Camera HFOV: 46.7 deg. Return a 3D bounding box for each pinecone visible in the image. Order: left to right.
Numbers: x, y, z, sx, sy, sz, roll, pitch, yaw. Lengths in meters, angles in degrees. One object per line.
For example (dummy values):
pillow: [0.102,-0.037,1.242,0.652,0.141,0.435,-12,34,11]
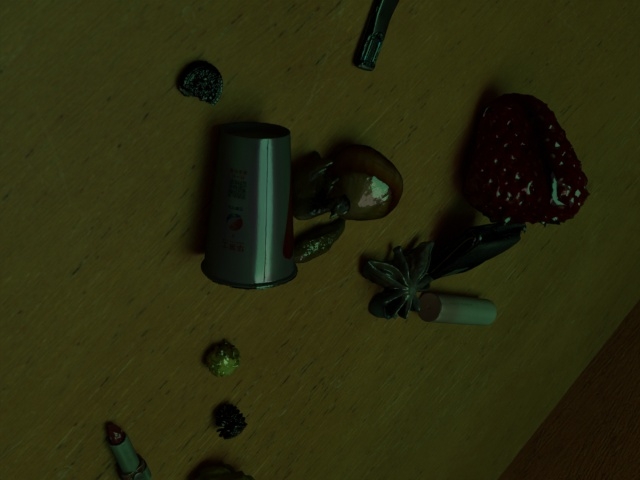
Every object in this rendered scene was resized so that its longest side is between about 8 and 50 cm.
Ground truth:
pinecone: [-0.217,0.432,1.775,0.077,0.077,0.083,-23,98,-34]

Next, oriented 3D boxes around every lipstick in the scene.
lipstick: [-0.422,0.461,1.598,0.063,0.057,0.186,-32,132,-26]
lipstick: [0.418,0.210,2.248,0.326,0.087,0.087,10,108,-47]

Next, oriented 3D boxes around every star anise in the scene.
star anise: [0.217,0.102,1.965,0.257,0.110,0.198,-25,115,-41]

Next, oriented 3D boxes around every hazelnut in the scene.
hazelnut: [0.093,-0.123,1.650,0.182,0.182,0.182,-25,131,-32]

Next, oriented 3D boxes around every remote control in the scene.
remote control: [0.125,-0.459,1.550,0.059,0.028,0.212,4,113,-45]

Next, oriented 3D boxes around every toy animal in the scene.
toy animal: [-0.004,-0.116,1.548,0.188,0.179,0.089,-66,150,-31]

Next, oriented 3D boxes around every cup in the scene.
cup: [-0.131,-0.075,1.443,0.203,0.203,0.288,-15,119,-39]

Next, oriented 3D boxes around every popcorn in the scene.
popcorn: [-0.220,0.268,1.669,0.082,0.057,0.083,-31,138,-18]

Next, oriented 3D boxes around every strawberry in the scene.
strawberry: [0.531,-0.218,1.941,0.295,0.317,0.345,-14,106,-23]

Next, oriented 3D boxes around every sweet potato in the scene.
sweet potato: [0.000,0.000,1.712,0.206,0.060,0.068,-37,172,-37]

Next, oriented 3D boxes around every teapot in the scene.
teapot: [0.177,0.187,2.013,0.066,0.057,0.088,-53,140,-3]

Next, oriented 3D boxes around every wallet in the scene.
wallet: [0.425,0.033,2.076,0.221,0.071,0.262,-14,158,-41]

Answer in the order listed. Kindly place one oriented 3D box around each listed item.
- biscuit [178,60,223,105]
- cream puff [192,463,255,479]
biscuit: [-0.213,-0.279,1.331,0.087,0.027,0.089,-36,137,-24]
cream puff: [-0.228,0.659,1.841,0.194,0.194,0.221,2,118,-46]
